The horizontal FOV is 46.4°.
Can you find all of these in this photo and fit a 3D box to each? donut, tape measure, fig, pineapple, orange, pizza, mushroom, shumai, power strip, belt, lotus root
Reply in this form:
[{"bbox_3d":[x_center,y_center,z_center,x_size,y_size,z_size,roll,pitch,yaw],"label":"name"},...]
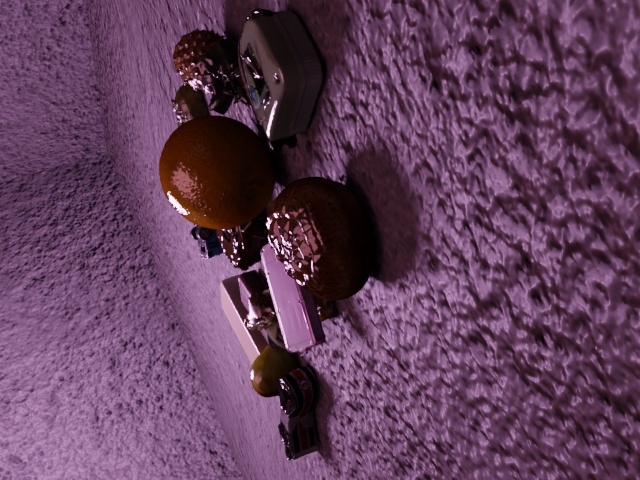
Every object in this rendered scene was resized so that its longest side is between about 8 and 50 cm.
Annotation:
[{"bbox_3d":[-0.223,-0.050,2.018,0.270,0.103,0.269,162,90,-72],"label":"donut"},{"bbox_3d":[-0.093,-0.316,1.435,0.207,0.115,0.235,62,158,18],"label":"tape measure"},{"bbox_3d":[-0.129,0.372,2.097,0.121,0.136,0.153,35,100,34],"label":"fig"},{"bbox_3d":[-0.220,-0.375,1.682,0.310,0.141,0.170,35,111,47],"label":"pineapple"},{"bbox_3d":[-0.239,-0.156,1.733,0.274,0.274,0.274,52,152,42],"label":"orange"},{"bbox_3d":[-0.041,0.098,1.735,0.188,0.062,0.199,-24,84,68],"label":"pizza"},{"bbox_3d":[0.000,0.000,1.428,0.253,0.153,0.253,41,146,36],"label":"mushroom"},{"bbox_3d":[-0.117,0.207,1.909,0.184,0.142,0.184,165,90,-70],"label":"shumai"},{"bbox_3d":[-0.065,0.122,1.692,0.109,0.037,0.279,-28,74,47],"label":"power strip"},{"bbox_3d":[-0.064,0.481,2.078,0.126,0.094,0.359,54,153,41],"label":"belt"},{"bbox_3d":[-0.389,-0.367,2.206,0.183,0.078,0.203,64,160,21],"label":"lotus root"}]

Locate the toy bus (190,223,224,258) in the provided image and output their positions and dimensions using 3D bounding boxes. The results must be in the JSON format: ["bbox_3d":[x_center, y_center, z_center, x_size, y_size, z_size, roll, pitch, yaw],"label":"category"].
[{"bbox_3d":[-0.314,-0.071,2.185,0.116,0.134,0.234,-177,75,-67],"label":"toy bus"}]

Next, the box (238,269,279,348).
[{"bbox_3d":[-0.160,0.192,2.116,0.224,0.069,0.120,-128,28,-46],"label":"box"}]

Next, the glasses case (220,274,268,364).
[{"bbox_3d":[-0.211,0.267,2.295,0.336,0.076,0.144,57,155,35],"label":"glasses case"}]
